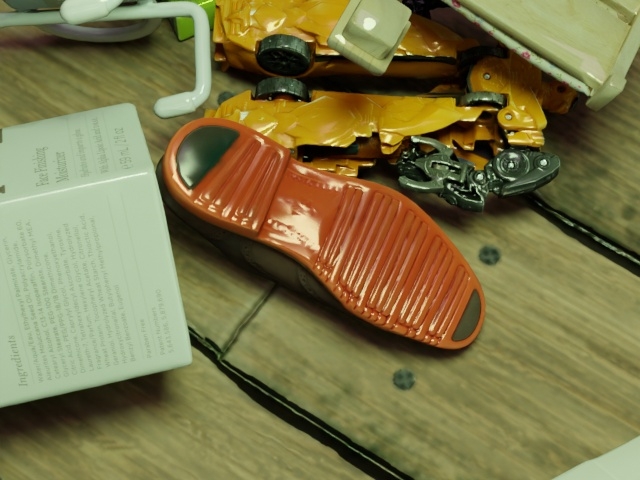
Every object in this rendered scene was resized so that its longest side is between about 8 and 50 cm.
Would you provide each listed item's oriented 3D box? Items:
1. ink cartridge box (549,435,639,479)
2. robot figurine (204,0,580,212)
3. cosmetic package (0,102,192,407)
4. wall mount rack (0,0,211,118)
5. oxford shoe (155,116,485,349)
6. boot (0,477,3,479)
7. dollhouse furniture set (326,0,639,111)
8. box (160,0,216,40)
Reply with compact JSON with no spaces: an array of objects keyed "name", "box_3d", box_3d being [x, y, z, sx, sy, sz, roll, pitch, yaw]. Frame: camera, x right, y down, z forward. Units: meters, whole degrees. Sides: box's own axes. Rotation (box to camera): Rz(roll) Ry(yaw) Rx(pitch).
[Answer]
[{"name":"ink cartridge box","box_3d":[0.147,0.266,0.948,0.354,0.119,0.207,-25,25,-12]},{"name":"robot figurine","box_3d":[0.056,-0.116,1.204,0.291,0.085,0.211,4,64,1]},{"name":"cosmetic package","box_3d":[-0.199,0.011,1.069,0.184,0.151,0.151,-12,25,-8]},{"name":"wall mount rack","box_3d":[-0.252,-0.156,1.098,0.304,0.350,0.130,-4,76,11]},{"name":"oxford shoe","box_3d":[0.000,0.000,1.147,0.271,0.098,0.097,32,69,-8]},{"name":"boot","box_3d":[-0.236,0.286,0.999,0.338,0.118,0.222,34,71,26]},{"name":"dollhouse furniture set","box_3d":[0.195,-0.179,1.178,0.303,0.174,0.355,33,66,-5]},{"name":"box","box_3d":[-0.059,-0.250,1.288,0.178,0.042,0.109,-21,67,-12]}]
